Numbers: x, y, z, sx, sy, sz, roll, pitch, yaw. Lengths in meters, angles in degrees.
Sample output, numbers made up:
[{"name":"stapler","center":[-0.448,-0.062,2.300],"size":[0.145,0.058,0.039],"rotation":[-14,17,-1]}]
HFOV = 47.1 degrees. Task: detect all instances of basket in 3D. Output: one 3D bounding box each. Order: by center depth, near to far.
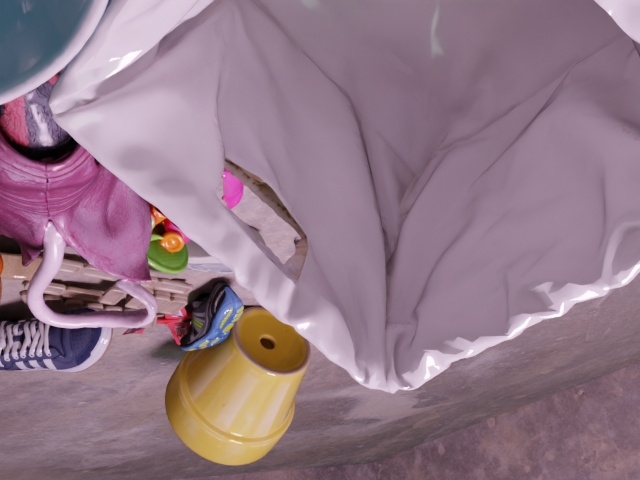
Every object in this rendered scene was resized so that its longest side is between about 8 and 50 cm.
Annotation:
[{"name":"basket","center":[0.064,-0.128,0.506],"size":[0.328,0.266,0.331],"rotation":[42,129,-16]}]

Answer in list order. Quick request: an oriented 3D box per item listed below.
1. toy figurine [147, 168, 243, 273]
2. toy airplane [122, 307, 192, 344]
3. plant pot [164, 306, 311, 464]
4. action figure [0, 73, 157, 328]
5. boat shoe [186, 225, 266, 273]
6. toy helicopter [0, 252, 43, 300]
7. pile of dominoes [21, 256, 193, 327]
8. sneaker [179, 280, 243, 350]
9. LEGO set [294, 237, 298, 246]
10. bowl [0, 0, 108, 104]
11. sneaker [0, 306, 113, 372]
[{"name":"toy figurine","center":[-0.168,-0.068,0.883],"size":[0.159,0.130,0.173],"rotation":[-37,124,17]},{"name":"toy airplane","center":[-0.282,0.146,1.326],"size":[0.151,0.028,0.151],"rotation":[-11,139,-10]},{"name":"plant pot","center":[-0.143,0.262,1.418],"size":[0.254,0.254,0.239],"rotation":[5,133,-34]},{"name":"action figure","center":[-0.255,-0.064,0.635],"size":[0.248,0.276,0.370],"rotation":[-4,171,-17]},{"name":"boat shoe","center":[-0.180,0.014,1.043],"size":[0.227,0.079,0.081],"rotation":[10,142,-46]},{"name":"toy helicopter","center":[-0.439,0.021,0.861],"size":[0.234,0.140,0.355],"rotation":[0,175,17]},{"name":"pile of dominoes","center":[-0.342,0.076,1.174],"size":[0.251,0.040,0.196],"rotation":[15,147,-32]},{"name":"sneaker","center":[-0.195,0.135,1.289],"size":[0.067,0.078,0.188],"rotation":[-8,150,-41]},{"name":"LEGO set","center":[-0.001,-0.001,1.173],"size":[0.083,0.023,0.054],"rotation":[6,149,-9]},{"name":"bowl","center":[-0.255,-0.227,0.371],"size":[0.311,0.163,0.312],"rotation":[-4,146,-3]},{"name":"sneaker","center":[-0.464,0.154,1.148],"size":[0.282,0.099,0.153],"rotation":[-14,158,33]}]
